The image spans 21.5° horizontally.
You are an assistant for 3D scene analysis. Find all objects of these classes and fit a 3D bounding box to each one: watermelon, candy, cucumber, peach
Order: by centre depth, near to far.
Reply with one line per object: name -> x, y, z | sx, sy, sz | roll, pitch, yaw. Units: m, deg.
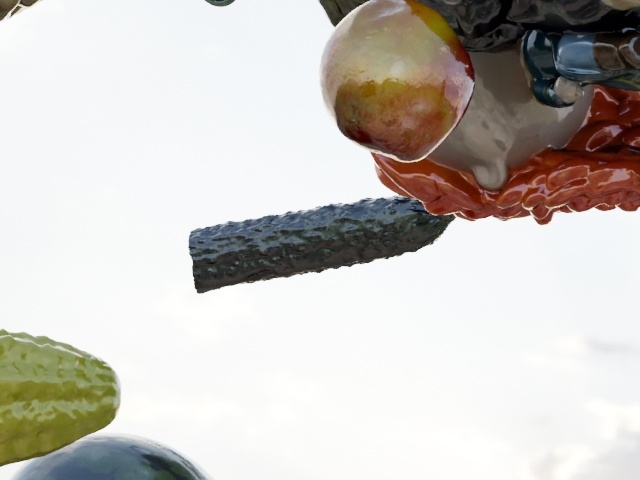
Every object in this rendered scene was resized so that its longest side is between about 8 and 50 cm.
candy -> -0.212, 0.092, 0.974 | 0.199, 0.094, 0.106 | 2, -18, -19
peach -> 0.043, -0.098, 1.037 | 0.100, 0.101, 0.101 | 8, -18, 3
watermelon -> -0.164, 0.252, 1.315 | 0.212, 0.212, 0.212 | 8, -18, 3
cucumber -> 0.001, 0.000, 1.699 | 0.300, 0.072, 0.072 | -9, -24, 21

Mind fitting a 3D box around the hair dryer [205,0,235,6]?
hair dryer -> -0.072, -0.310, 1.724 | 0.047, 0.150, 0.071 | 32, 23, -2

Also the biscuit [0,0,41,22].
biscuit -> -0.161, -0.133, 0.690 | 0.259, 0.259, 0.079 | -7, -65, 38

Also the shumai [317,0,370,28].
shumai -> 0.186, -0.364, 1.696 | 0.395, 0.348, 0.395 | 19, -50, 24

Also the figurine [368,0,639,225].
figurine -> 0.168, -0.148, 1.254 | 0.306, 0.241, 0.412 | -4, -15, 0
